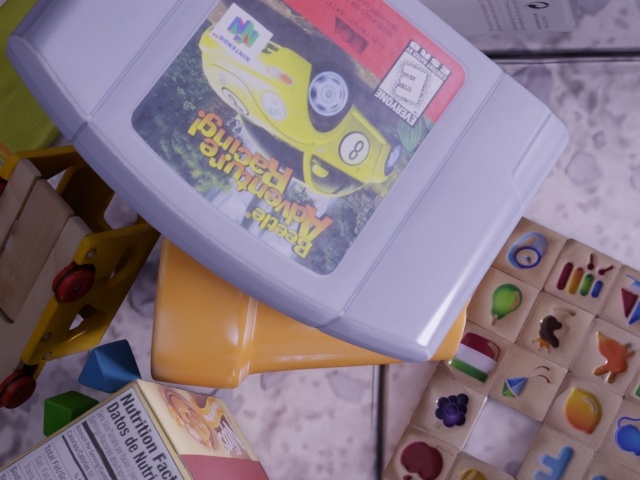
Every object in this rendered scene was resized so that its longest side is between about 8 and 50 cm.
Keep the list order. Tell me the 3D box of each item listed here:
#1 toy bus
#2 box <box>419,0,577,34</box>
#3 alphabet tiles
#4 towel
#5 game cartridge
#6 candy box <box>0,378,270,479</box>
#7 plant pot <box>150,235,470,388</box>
[{"bbox_3d":[-0.185,0.033,1.086,0.202,0.104,0.191,-3,96,38],"label":"toy bus"},{"bbox_3d":[0.072,-0.212,1.031,0.182,0.181,0.119,0,82,13],"label":"box"},{"bbox_3d":[0.188,0.120,1.038,0.237,0.009,0.198,27,87,15],"label":"alphabet tiles"},{"bbox_3d":[-0.224,-0.107,1.167,0.102,0.021,0.237,44,91,12],"label":"towel"},{"bbox_3d":[-0.018,-0.072,0.904,0.294,0.060,0.196,37,74,-9],"label":"game cartridge"},{"bbox_3d":[-0.197,0.211,1.019,0.316,0.183,0.087,-34,76,5],"label":"candy box"},{"bbox_3d":[0.000,0.000,1.017,0.188,0.205,0.205,8,82,-2],"label":"plant pot"}]
